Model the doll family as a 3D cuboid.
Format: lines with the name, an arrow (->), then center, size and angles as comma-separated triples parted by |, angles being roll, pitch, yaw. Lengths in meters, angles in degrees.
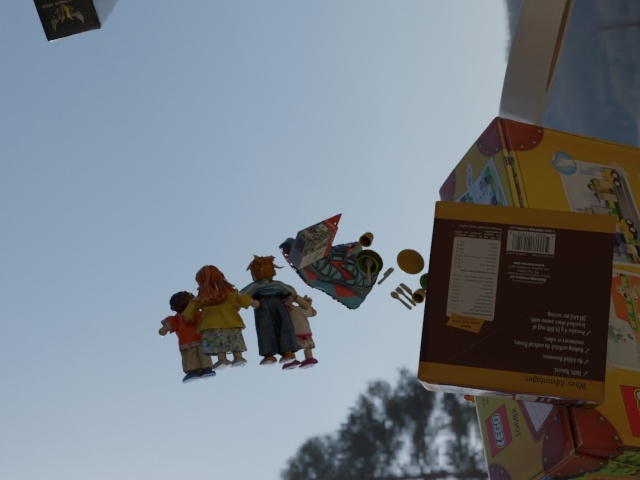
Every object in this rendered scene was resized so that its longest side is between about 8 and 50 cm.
doll family -> -0.103, 0.105, 1.529 | 0.118, 0.263, 0.163 | -45, 54, 55

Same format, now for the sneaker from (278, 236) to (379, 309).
sneaker -> 0.023, 0.038, 2.123 | 0.262, 0.125, 0.104 | 32, -167, -45

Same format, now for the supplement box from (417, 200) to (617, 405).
supplement box -> 0.212, 0.073, 1.125 | 0.129, 0.191, 0.194 | 52, -136, -75

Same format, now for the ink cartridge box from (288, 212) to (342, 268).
ink cartridge box -> 0.000, 0.000, 1.722 | 0.115, 0.029, 0.063 | -24, -35, -44

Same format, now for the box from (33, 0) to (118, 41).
box -> -0.266, -0.317, 1.066 | 0.233, 0.059, 0.183 | -101, -3, -69

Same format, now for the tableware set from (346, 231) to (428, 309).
tableware set -> 0.120, 0.047, 1.707 | 0.154, 0.104, 0.024 | 42, -144, -2

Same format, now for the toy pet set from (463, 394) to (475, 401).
toy pet set -> 0.352, 0.302, 2.062 | 0.114, 0.122, 0.065 | 39, -164, -23

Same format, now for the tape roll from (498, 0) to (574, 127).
tape roll -> 0.398, -0.368, 1.860 | 0.392, 0.072, 0.392 | 14, -90, -78

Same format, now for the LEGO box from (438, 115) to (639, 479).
LEGO box -> 0.395, 0.108, 1.407 | 0.193, 0.372, 0.500 | 123, 150, -49
